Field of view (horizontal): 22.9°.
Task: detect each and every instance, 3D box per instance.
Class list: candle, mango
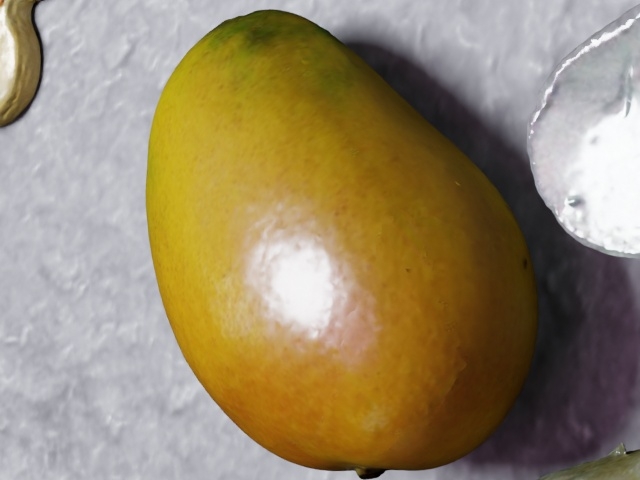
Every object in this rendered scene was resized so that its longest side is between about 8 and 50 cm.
[{"bbox_3d":[0.188,-0.052,0.654,0.192,0.068,0.169,24,107,32],"label":"candle"},{"bbox_3d":[-0.002,0.007,0.773,0.175,0.139,0.254,-52,53,16],"label":"mango"}]

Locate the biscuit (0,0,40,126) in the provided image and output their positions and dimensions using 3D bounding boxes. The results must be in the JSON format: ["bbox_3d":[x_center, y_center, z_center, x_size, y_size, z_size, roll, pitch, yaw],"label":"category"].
[{"bbox_3d":[-0.216,-0.189,1.004,0.153,0.030,0.234,5,95,41],"label":"biscuit"}]

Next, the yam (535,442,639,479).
[{"bbox_3d":[0.169,0.131,0.647,0.330,0.133,0.133,-30,74,32],"label":"yam"}]
